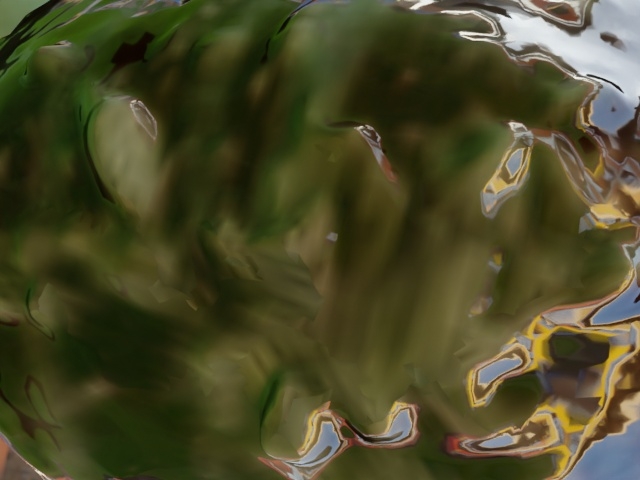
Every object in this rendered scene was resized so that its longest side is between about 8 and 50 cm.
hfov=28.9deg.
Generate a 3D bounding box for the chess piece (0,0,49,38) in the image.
[{"bbox_3d":[-0.202,-0.033,0.770,0.330,0.182,0.182,100,-8,-64],"label":"chess piece"}]

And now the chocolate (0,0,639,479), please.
[{"bbox_3d":[0.000,0.000,0.448,0.210,0.340,0.225,-42,131,-63],"label":"chocolate"}]
